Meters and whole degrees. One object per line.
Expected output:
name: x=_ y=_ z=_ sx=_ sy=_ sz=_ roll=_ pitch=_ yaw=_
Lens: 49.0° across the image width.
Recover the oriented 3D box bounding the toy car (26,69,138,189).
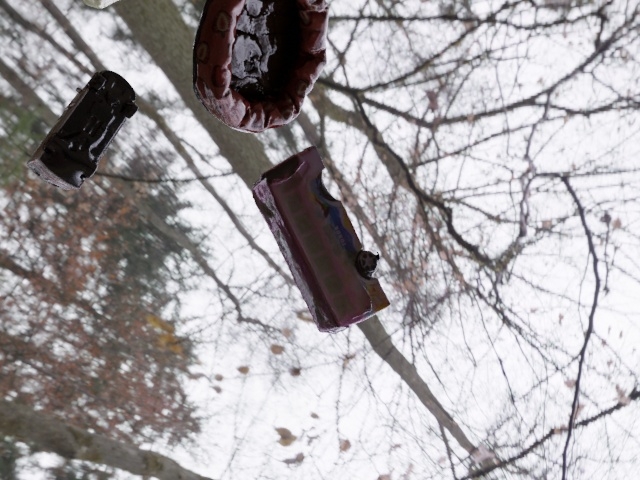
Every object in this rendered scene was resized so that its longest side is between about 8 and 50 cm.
toy car: x=-0.392 y=-0.183 z=1.157 sx=0.108 sy=0.089 sz=0.210 roll=0 pitch=-123 yaw=52

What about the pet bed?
pet bed: x=-0.061 y=-0.212 z=0.763 sx=0.053 sy=0.201 sz=0.201 roll=29 pitch=-103 yaw=30

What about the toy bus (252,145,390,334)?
toy bus: x=0.000 y=0.000 z=1.064 sx=0.112 sy=0.090 sz=0.274 roll=-25 pitch=-93 yaw=-32

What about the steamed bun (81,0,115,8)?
steamed bun: x=-0.312 y=-0.472 z=1.034 sx=0.250 sy=0.200 sz=0.154 roll=-55 pitch=-161 yaw=-10
